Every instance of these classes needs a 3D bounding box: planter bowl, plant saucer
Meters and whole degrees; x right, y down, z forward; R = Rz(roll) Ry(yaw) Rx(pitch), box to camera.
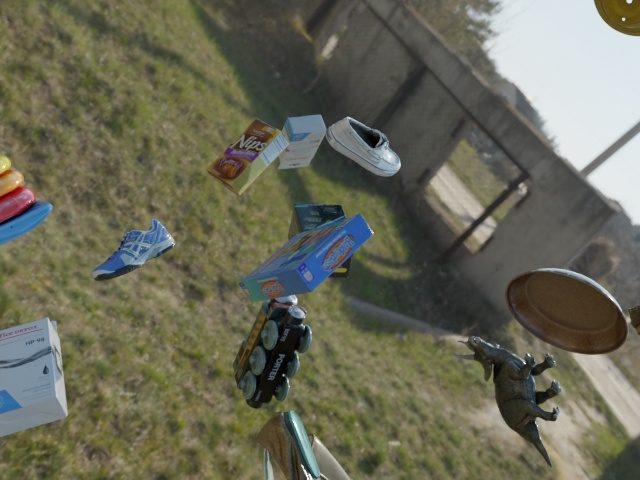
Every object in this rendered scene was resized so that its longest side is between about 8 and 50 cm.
[{"bbox_3d":[0.700,-0.545,1.564,0.217,0.217,0.090,48,52,1],"label":"planter bowl"},{"bbox_3d":[0.400,0.108,1.140,0.198,0.198,0.036,44,59,-12],"label":"plant saucer"}]

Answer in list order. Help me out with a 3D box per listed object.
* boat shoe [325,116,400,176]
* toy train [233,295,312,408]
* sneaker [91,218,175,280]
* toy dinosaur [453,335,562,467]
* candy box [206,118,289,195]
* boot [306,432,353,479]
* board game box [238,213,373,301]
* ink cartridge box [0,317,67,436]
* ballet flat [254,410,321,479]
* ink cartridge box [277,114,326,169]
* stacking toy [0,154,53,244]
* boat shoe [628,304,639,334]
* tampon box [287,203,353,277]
[{"bbox_3d":[0.130,-0.238,1.792,0.258,0.084,0.095,16,51,-43],"label":"boat shoe"},{"bbox_3d":[-0.136,0.289,1.892,0.142,0.334,0.190,10,29,-26],"label":"toy train"},{"bbox_3d":[-0.433,0.025,1.597,0.211,0.080,0.081,-36,105,-40],"label":"sneaker"},{"bbox_3d":[0.439,0.337,1.544,0.121,0.160,0.313,-10,73,-43],"label":"toy dinosaur"},{"bbox_3d":[-0.180,-0.208,1.742,0.109,0.186,0.053,32,-16,39],"label":"candy box"},{"bbox_3d":[0.006,0.665,1.783,0.269,0.089,0.236,50,41,-25],"label":"boot"},{"bbox_3d":[-0.029,0.033,1.196,0.160,0.210,0.047,-41,104,-30],"label":"board game box"},{"bbox_3d":[-0.438,0.183,1.028,0.060,0.104,0.180,88,-18,-48],"label":"ink cartridge box"},{"bbox_3d":[-0.038,0.517,1.427,0.342,0.124,0.116,59,6,22],"label":"ballet flat"},{"bbox_3d":[-0.063,-0.280,2.017,0.104,0.181,0.061,-9,66,-24],"label":"ink cartridge box"},{"bbox_3d":[-0.632,-0.142,1.254,0.166,0.175,0.301,9,-55,52],"label":"stacking toy"},{"bbox_3d":[0.749,0.142,1.558,0.073,0.207,0.073,-5,64,-15],"label":"boat shoe"},{"bbox_3d":[0.000,0.000,1.634,0.120,0.101,0.161,2,36,-14],"label":"tampon box"}]
